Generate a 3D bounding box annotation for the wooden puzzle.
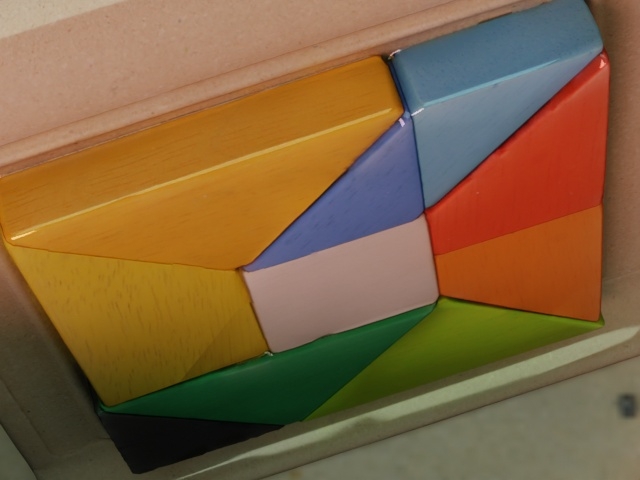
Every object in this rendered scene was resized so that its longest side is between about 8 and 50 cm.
[{"bbox_3d":[0.000,0.000,0.533,0.221,0.238,0.044,-18,56,-1],"label":"wooden puzzle"}]
